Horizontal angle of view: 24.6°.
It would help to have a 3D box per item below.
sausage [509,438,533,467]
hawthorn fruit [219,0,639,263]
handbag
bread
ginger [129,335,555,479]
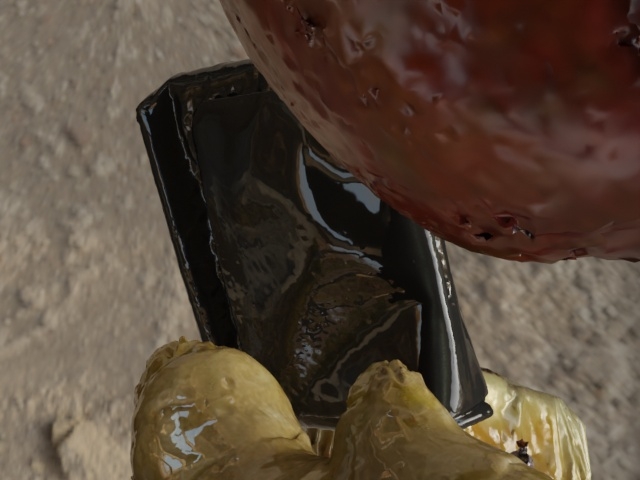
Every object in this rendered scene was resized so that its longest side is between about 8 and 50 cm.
[{"bbox_3d":[0.120,0.239,1.086,0.025,0.028,0.198,20,100,14],"label":"sausage"},{"bbox_3d":[0.089,-0.140,0.474,0.316,0.316,0.315,-2,103,-7],"label":"hawthorn fruit"},{"bbox_3d":[0.000,0.000,0.913,0.080,0.223,0.246,-25,105,-40],"label":"handbag"},{"bbox_3d":[0.155,0.243,1.723,0.389,0.236,0.183,17,77,-31],"label":"bread"},{"bbox_3d":[-0.006,0.153,0.728,0.376,0.236,0.166,-29,133,25],"label":"ginger"}]
